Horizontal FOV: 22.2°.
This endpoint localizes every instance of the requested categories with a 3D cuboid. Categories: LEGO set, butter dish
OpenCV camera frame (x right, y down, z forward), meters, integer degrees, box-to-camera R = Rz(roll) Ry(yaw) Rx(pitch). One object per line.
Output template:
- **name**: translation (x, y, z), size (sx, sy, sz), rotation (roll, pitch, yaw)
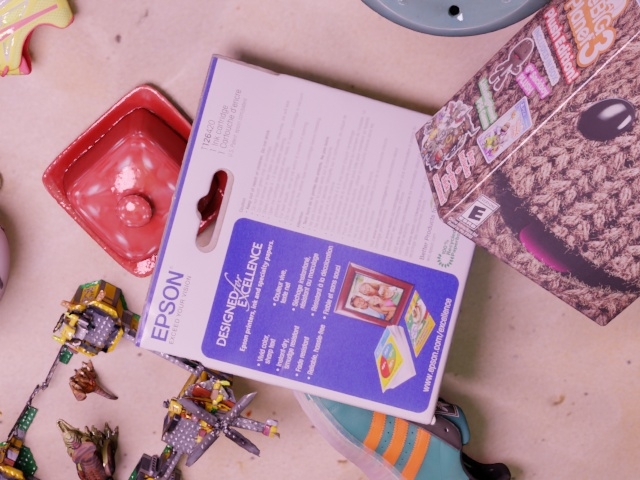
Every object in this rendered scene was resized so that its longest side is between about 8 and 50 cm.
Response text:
- **LEGO set**: translation (-0.224, 0.222, 1.688), size (0.255, 0.192, 0.331), rotation (36, 104, -13)
- **butter dish**: translation (-0.183, -0.046, 1.636), size (0.160, 0.118, 0.160), rotation (-40, 105, 12)

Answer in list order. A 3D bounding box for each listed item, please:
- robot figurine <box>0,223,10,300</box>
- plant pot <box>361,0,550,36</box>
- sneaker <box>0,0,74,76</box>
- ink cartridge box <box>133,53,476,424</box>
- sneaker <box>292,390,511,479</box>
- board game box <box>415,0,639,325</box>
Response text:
- **robot figurine**: translation (-0.443, -0.001, 1.608), size (0.278, 0.209, 0.173), rotation (29, 98, -12)
- **plant pot**: translation (0.123, -0.317, 1.456), size (0.293, 0.235, 0.293), rotation (3, 120, 5)
- **sneaker**: translation (-0.332, -0.188, 1.604), size (0.208, 0.081, 0.094), rotation (-37, 108, 10)
- **ink cartridge box**: translation (0.000, 0.000, 1.630), size (0.307, 0.072, 0.303), rotation (16, 85, -4)
- **sneaker**: translation (0.082, 0.191, 1.737), size (0.121, 0.108, 0.302), rotation (-39, 114, 11)
- **board game box**: translation (0.276, -0.100, 1.518), size (0.232, 0.141, 0.291), rotation (31, 118, -28)
